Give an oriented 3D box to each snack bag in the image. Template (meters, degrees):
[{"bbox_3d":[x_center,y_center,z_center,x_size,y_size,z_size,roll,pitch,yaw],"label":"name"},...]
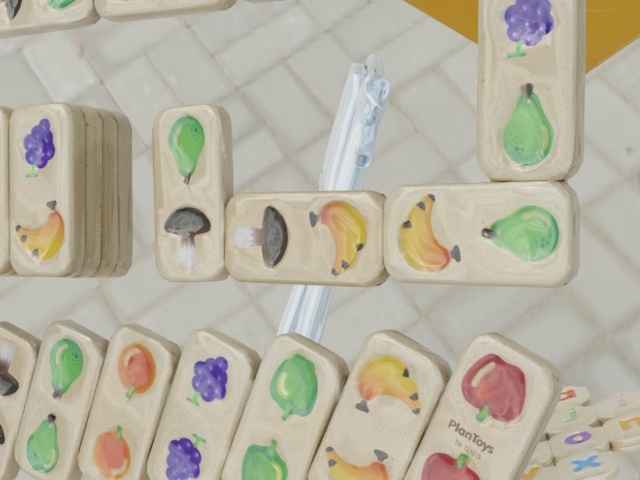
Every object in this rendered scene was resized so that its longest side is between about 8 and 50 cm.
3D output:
[{"bbox_3d":[0.000,0.000,1.005,0.037,0.342,0.323,16,102,-2],"label":"snack bag"}]

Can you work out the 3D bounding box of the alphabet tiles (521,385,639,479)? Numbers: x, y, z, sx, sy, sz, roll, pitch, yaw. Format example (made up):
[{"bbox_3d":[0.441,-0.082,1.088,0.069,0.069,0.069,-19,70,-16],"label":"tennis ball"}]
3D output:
[{"bbox_3d":[0.212,0.219,1.204,0.284,0.278,0.021,-17,98,8],"label":"alphabet tiles"}]

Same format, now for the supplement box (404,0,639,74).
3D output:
[{"bbox_3d":[0.158,-0.257,0.881,0.129,0.191,0.194,-36,39,45],"label":"supplement box"}]

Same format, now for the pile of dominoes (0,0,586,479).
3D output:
[{"bbox_3d":[-0.043,-0.007,0.361,0.251,0.040,0.195,0,90,32],"label":"pile of dominoes"}]
